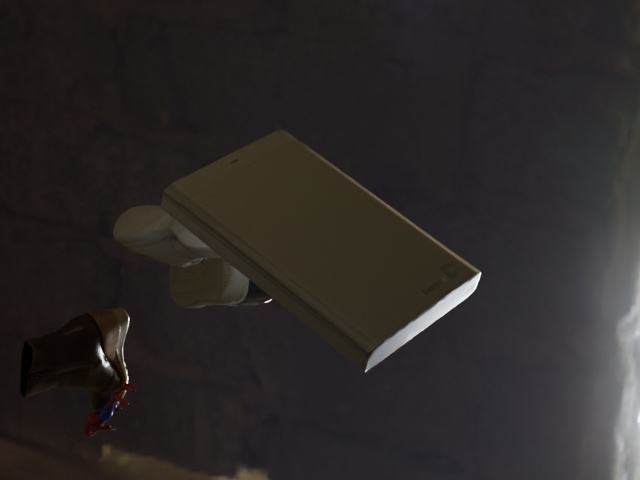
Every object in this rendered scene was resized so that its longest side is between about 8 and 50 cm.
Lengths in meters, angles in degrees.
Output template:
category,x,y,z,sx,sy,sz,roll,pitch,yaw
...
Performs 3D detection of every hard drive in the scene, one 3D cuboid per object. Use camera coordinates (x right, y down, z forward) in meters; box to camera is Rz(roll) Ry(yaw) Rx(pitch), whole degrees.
category,x,y,z,sx,sy,sz,roll,pitch,yaw
hard drive,0.000,0.000,1.425,0.307,0.040,0.203,37,-135,23

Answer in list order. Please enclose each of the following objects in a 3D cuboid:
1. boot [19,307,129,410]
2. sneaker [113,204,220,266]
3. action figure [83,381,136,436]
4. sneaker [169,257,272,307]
category,x,y,z,sx,sy,sz,roll,pitch,yaw
boot,-0.442,0.234,2.245,0.207,0.248,0.090,-21,-133,-38
sneaker,-0.162,0.000,1.638,0.212,0.094,0.080,3,-125,36
action figure,-0.265,0.216,1.577,0.030,0.115,0.038,34,-136,-16
sneaker,-0.133,0.045,1.976,0.148,0.131,0.350,0,-175,-24
